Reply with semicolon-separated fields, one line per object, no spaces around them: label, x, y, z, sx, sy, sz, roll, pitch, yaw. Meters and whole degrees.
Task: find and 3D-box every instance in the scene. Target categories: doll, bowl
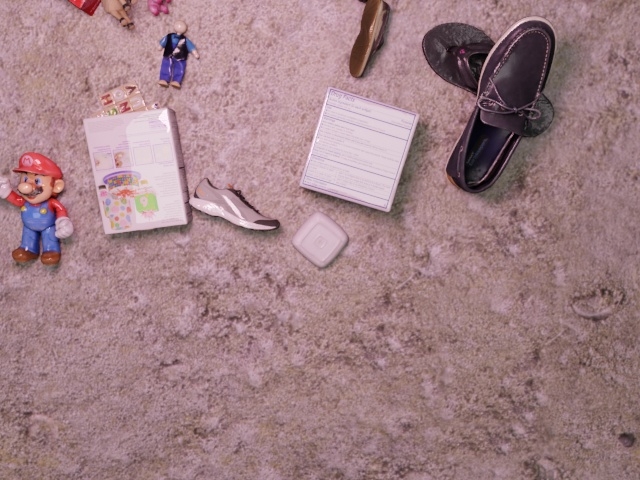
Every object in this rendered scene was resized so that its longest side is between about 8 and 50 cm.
doll;-0.410;-0.533;1.660;0.129;0.046;0.189;9;90;8
bowl;0.000;0.000;1.727;0.142;0.053;0.142;40;93;-6

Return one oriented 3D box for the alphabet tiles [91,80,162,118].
alphabet tiles;-0.548;-0.334;1.702;0.198;0.009;0.237;-23;97;2

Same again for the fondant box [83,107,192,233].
fondant box;-0.517;-0.198;1.668;0.238;0.096;0.330;-7;99;-1

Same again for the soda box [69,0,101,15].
soda box;-0.616;-0.767;1.611;0.092;0.083;0.263;35;96;-3

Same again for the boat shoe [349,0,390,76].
boat shoe;0.146;-0.569;1.648;0.073;0.080;0.224;5;106;-36

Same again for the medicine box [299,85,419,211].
medicine box;0.105;-0.255;1.648;0.263;0.149;0.289;17;96;-3

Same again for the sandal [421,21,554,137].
sandal;0.490;-0.468;1.647;0.445;0.107;0.168;35;96;-6

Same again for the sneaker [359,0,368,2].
sneaker;0.181;-0.793;1.623;0.283;0.107;0.124;-43;81;1

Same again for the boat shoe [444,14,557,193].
boat shoe;0.493;-0.346;1.569;0.186;0.156;0.500;18;115;-9

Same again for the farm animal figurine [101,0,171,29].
farm animal figurine;-0.478;-0.758;1.523;0.330;0.327;0.172;-38;78;-3

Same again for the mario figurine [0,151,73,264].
mario figurine;-0.818;-0.088;1.644;0.198;0.170;0.321;-5;107;-34

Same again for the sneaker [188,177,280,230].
sneaker;-0.243;-0.098;1.691;0.271;0.100;0.108;22;91;-3
